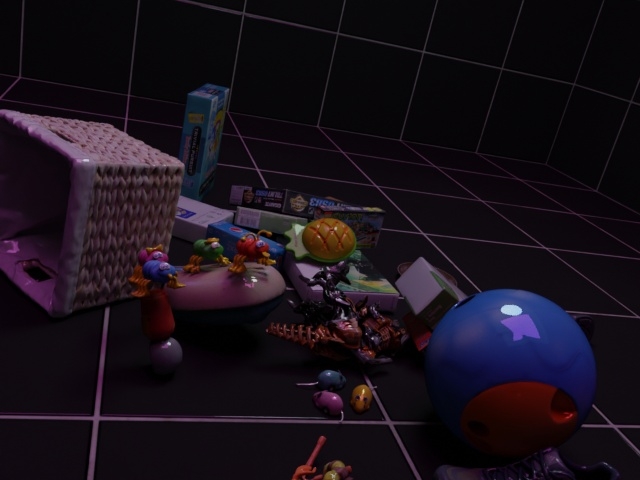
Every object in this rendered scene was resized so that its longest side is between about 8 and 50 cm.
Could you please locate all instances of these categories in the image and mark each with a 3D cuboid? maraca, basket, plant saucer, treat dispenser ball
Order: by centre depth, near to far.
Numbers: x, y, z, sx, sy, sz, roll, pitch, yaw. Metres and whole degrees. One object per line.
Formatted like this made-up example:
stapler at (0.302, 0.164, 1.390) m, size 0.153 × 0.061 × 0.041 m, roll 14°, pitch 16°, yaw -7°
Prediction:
treat dispenser ball at (0.325, 0.228, 1.112) m, size 0.287 × 0.288 × 0.288 m, roll 11°, pitch 21°, yaw -4°
basket at (-0.499, -0.071, 1.335) m, size 0.328 × 0.332 × 0.266 m, roll 28°, pitch 23°, yaw 33°
maraca at (0.000, 0.000, 1.612) m, size 0.185 × 0.099 × 0.127 m, roll -1°, pitch 55°, yaw -12°
plant saucer at (0.292, 0.109, 1.768) m, size 0.168 × 0.029 × 0.168 m, roll 11°, pitch 21°, yaw -4°

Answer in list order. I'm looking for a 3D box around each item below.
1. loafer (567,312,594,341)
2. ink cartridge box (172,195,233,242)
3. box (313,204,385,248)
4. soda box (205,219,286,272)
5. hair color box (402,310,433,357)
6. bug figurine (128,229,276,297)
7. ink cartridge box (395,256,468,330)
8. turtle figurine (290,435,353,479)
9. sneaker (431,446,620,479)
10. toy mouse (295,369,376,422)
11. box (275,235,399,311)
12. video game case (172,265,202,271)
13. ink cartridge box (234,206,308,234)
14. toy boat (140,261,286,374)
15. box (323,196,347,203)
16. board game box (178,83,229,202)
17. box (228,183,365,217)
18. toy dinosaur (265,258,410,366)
loafer at (0.555, 0.210, 1.577) m, size 0.302 × 0.109 × 0.095 m, roll 11°, pitch 1°, yaw -36°
ink cartridge box at (-0.425, -0.081, 1.776) m, size 0.332 × 0.065 × 0.165 m, roll 20°, pitch 22°, yaw 13°
box at (0.072, -0.035, 1.732) m, size 0.206 × 0.114 × 0.036 m, roll -1°, pitch 24°, yaw -33°
soda box at (-0.194, 0.019, 1.644) m, size 0.210 × 0.071 × 0.067 m, roll 22°, pitch 20°, yaw 23°
hair color box at (0.230, 0.213, 1.395) m, size 0.072 × 0.043 × 0.141 m, roll 49°, pitch 9°, yaw -23°
bug figurine at (-0.232, 0.034, 1.177) m, size 0.278 × 0.072 × 0.216 m, roll -14°, pitch 11°, yaw -37°
ink cartridge box at (0.289, 0.158, 1.425) m, size 0.219 × 0.092 × 0.160 m, roll 39°, pitch 11°, yaw -22°
turtle figurine at (0.037, 0.364, 0.873) m, size 0.217 × 0.087 × 0.269 m, roll 18°, pitch 21°, yaw 12°
sneaker at (0.315, 0.370, 0.977) m, size 0.299 × 0.121 × 0.111 m, roll 9°, pitch 21°, yaw -11°
toy mouse at (0.024, 0.274, 1.175) m, size 0.143 × 0.031 × 0.161 m, roll 17°, pitch 21°, yaw 11°
box at (0.031, 0.081, 1.640) m, size 0.232 × 0.059 × 0.322 m, roll 4°, pitch 23°, yaw -22°
video game case at (-0.299, 0.067, 1.444) m, size 0.119 × 0.015 × 0.166 m, roll 1°, pitch -1°, yaw -30°
ink cartridge box at (-0.117, -0.047, 1.766) m, size 0.171 × 0.056 × 0.235 m, roll 11°, pitch 3°, yaw 13°
toy boat at (-0.228, 0.138, 1.232) m, size 0.267 × 0.148 × 0.318 m, roll -3°, pitch 10°, yaw 27°
box at (0.045, -0.100, 2.167) m, size 0.164 × 0.021 × 0.201 m, roll 23°, pitch 23°, yaw 25°
board game box at (-0.367, -0.297, 1.979) m, size 0.079 × 0.336 × 0.254 m, roll 13°, pitch 21°, yaw -1°
box at (-0.071, -0.104, 1.878) m, size 0.295 × 0.074 × 0.293 m, roll 8°, pitch 4°, yaw -39°
toy dinosaur at (0.042, 0.167, 1.309) m, size 0.321 × 0.164 × 0.218 m, roll 27°, pitch 24°, yaw -48°
